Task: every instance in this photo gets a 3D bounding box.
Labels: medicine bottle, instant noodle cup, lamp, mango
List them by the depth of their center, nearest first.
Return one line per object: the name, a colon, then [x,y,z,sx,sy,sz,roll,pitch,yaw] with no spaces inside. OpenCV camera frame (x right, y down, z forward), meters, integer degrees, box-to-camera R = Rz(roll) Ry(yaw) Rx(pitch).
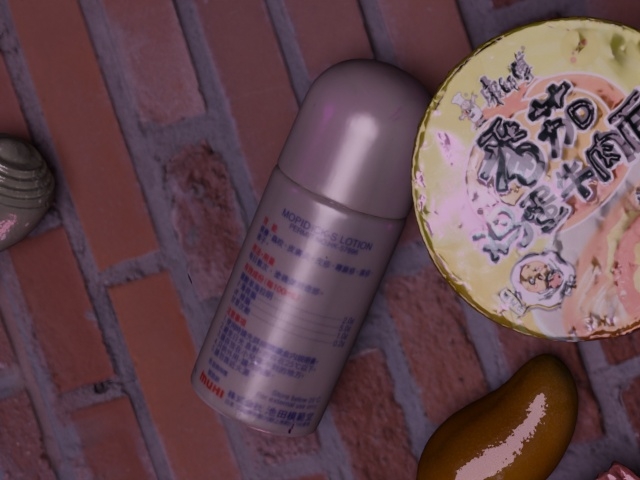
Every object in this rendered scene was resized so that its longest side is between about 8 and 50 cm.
instant noodle cup: [0.219,-0.060,1.524,0.264,0.200,0.264,2,99,15]
medicine bottle: [0.000,0.000,1.633,0.130,0.130,0.341,25,106,10]
mango: [0.164,0.184,1.646,0.184,0.085,0.102,-45,81,8]
lamp: [-0.326,-0.017,1.743,0.106,0.106,0.193,34,116,8]

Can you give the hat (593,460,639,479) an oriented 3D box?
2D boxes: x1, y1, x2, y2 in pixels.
hat: [0.318,0.339,1.616,0.286,0.107,0.237,27,120,5]
